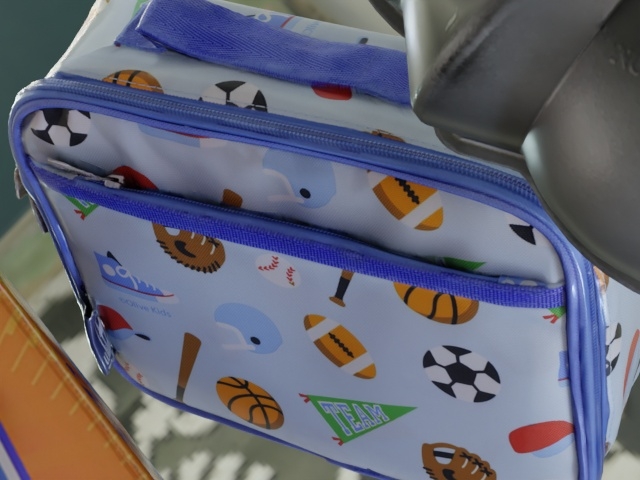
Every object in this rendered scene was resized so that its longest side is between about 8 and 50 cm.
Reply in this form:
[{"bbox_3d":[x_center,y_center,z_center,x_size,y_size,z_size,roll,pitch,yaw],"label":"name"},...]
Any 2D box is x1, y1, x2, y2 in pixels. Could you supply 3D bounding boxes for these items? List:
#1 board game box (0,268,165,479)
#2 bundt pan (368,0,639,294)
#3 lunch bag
[{"bbox_3d":[-0.183,0.233,0.643,0.356,0.356,0.356,52,171,7],"label":"board game box"},{"bbox_3d":[0.131,-0.122,0.332,0.331,0.331,0.124,43,-161,9],"label":"bundt pan"},{"bbox_3d":[0.000,0.000,0.764,0.303,0.115,0.243,13,142,23],"label":"lunch bag"}]
